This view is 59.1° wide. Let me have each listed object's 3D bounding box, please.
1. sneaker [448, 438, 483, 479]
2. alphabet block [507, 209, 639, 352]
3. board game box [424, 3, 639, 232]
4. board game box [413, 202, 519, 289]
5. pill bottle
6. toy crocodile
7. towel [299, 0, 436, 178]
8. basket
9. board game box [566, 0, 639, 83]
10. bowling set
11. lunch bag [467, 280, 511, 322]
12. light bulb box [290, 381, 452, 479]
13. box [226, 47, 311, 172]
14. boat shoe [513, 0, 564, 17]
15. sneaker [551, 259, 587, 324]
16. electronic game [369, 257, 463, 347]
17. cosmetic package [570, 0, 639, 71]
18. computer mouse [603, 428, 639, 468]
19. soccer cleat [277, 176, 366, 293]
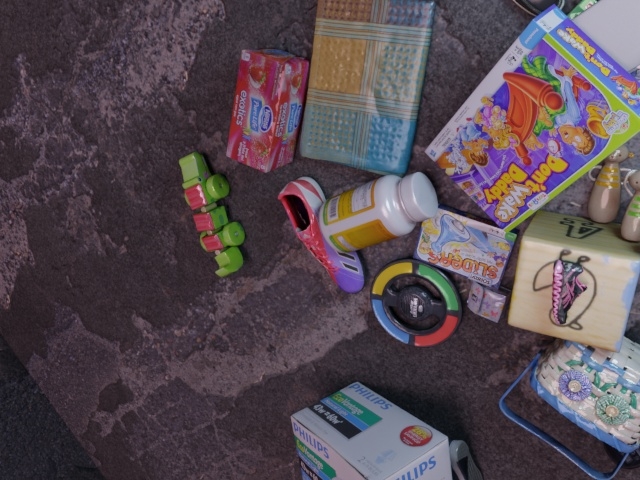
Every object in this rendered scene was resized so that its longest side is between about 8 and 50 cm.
[{"bbox_3d":[0.316,0.589,1.441,0.163,0.086,0.226,-7,114,40],"label":"sneaker"},{"bbox_3d":[0.485,0.068,1.075,0.197,0.193,0.193,12,112,26],"label":"alphabet block"},{"bbox_3d":[0.367,-0.193,0.998,0.233,0.078,0.347,46,147,7],"label":"board game box"},{"bbox_3d":[0.316,0.009,1.242,0.201,0.035,0.136,21,117,22],"label":"board game box"},{"bbox_3d":[0.128,-0.064,1.249,0.245,0.136,0.137,-19,99,38],"label":"pill bottle"},{"bbox_3d":[-0.298,-0.068,1.520,0.115,0.105,0.341,-11,102,32],"label":"toy crocodile"},{"bbox_3d":[0.094,-0.340,1.236,0.271,0.040,0.371,17,114,22],"label":"towel"},{"bbox_3d":[0.527,0.314,1.137,0.254,0.201,0.289,32,126,23],"label":"basket"},{"bbox_3d":[0.450,-0.258,1.058,0.213,0.046,0.317,48,124,6],"label":"board game box"},{"bbox_3d":[0.607,-0.068,0.957,0.286,0.200,0.154,10,112,22],"label":"bowling set"},{"bbox_3d":[0.369,0.132,1.251,0.083,0.053,0.071,25,118,30],"label":"lunch bag"},{"bbox_3d":[0.130,0.606,1.387,0.357,0.225,0.362,16,120,56],"label":"light bulb box"},{"bbox_3d":[-0.119,-0.305,1.313,0.122,0.128,0.257,24,118,20],"label":"box"},{"bbox_3d":[0.347,-0.494,1.008,0.084,0.079,0.233,-36,90,33],"label":"boat shoe"},{"bbox_3d":[0.431,0.092,0.976,0.057,0.047,0.120,1,110,17],"label":"sneaker"},{"bbox_3d":[0.224,0.150,1.342,0.229,0.048,0.230,11,113,26],"label":"electronic game"},{"bbox_3d":[0.517,-0.358,0.891,0.238,0.107,0.127,-33,93,33],"label":"cosmetic package"},{"bbox_3d":[0.711,0.396,1.121,0.262,0.060,0.184,-57,43,26],"label":"computer mouse"},{"bbox_3d":[0.000,0.000,1.369,0.108,0.116,0.318,-26,95,34],"label":"soccer cleat"}]
